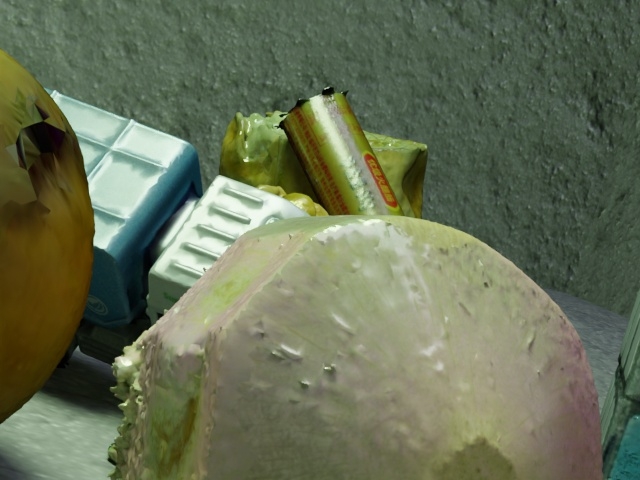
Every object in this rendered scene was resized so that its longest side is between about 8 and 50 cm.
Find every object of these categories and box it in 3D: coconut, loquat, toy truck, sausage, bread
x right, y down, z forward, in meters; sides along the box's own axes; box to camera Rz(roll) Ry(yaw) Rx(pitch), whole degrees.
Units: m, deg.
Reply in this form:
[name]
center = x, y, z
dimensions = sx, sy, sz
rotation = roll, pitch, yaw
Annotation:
[coconut]
center = 0.017, 0.101, 0.767
dimensions = 0.233, 0.233, 0.245
rotation = 16, -2, -18
[loquat]
center = -0.257, -0.003, 0.869
dimensions = 0.263, 0.263, 0.263
rotation = 17, 5, -1
[toy truck]
center = -0.165, 0.005, 1.187
dimensions = 0.367, 0.146, 0.175
rotation = 20, -34, 16
[sausage]
center = 0.065, 0.023, 1.489
dimensions = 0.082, 0.082, 0.371
rotation = 10, 50, -57
[bread]
center = -0.004, -0.002, 1.687
dimensions = 0.238, 0.252, 0.196
rotation = 11, 10, -8

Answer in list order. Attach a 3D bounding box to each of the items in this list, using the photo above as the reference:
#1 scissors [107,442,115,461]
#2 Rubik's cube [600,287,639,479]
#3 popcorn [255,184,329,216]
[scissors]
center = -0.037, 0.155, 1.032
dimensions = 0.133, 0.020, 0.187
rotation = 16, 4, 44
[Rubik's cube]
center = 0.416, 0.118, 1.378
dimensions = 0.305, 0.301, 0.304
rotation = 17, 5, 8
[popcorn]
center = -0.078, 0.031, 1.441
dimensions = 0.194, 0.140, 0.163
rotation = -22, 10, 14
